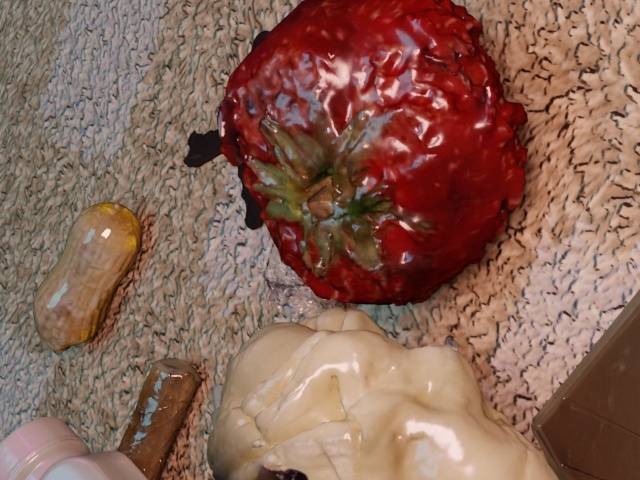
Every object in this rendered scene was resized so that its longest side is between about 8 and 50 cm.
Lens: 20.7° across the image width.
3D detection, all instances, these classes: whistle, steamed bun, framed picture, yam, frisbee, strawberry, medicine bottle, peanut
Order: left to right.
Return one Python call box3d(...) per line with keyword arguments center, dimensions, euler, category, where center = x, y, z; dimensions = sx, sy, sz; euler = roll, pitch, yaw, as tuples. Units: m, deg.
box3d(center=(-0.272, 0.043, 2.019), dimensions=(0.206, 0.087, 0.087), euler=(-60, 39, 27), category="peanut")
box3d(center=(-0.221, 0.313, 1.787), dimensions=(0.296, 0.111, 0.161), euler=(46, 117, 31), category="medicine bottle")
box3d(center=(-0.199, 0.261, 1.881), dimensions=(0.066, 0.066, 0.299), euler=(42, 116, 51), category="yam")
box3d(center=(-0.092, 0.189, 1.768), dimensions=(0.035, 0.035, 0.100), euler=(-50, 43, 36), category="whistle")
box3d(center=(-0.097, -0.105, 1.869), dimensions=(0.187, 0.012, 0.211), euler=(-18, 69, 53), category="frisbee")
box3d(center=(0.029, 0.192, 1.373), dimensions=(0.206, 0.275, 0.320), euler=(-39, 19, -14), category="steamed bun")
box3d(center=(0.061, -0.094, 1.476), dimensions=(0.274, 0.220, 0.274), euler=(13, 119, 25), category="strawberry")
box3d(center=(0.259, 0.168, 1.275), dimensions=(0.189, 0.023, 0.260), euler=(-58, 40, 29), category="framed picture")

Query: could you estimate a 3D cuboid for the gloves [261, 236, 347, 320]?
box3d(center=(-0.004, -0.001, 1.655), dimensions=(0.114, 0.070, 0.153), euler=(26, 101, 55), category="gloves")
